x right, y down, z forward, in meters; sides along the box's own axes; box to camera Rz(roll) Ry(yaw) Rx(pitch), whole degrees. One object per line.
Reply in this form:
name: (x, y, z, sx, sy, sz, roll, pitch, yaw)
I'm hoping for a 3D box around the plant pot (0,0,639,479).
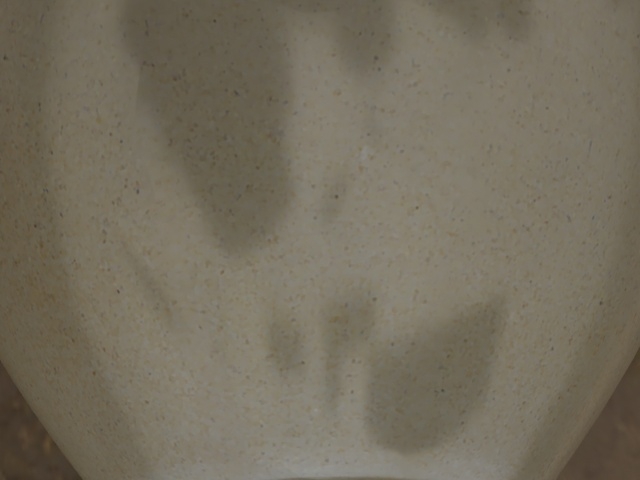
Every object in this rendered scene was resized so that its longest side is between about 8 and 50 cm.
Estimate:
plant pot: (0.000, 0.000, 0.657, 0.284, 0.284, 0.191, 2, 70, -12)
